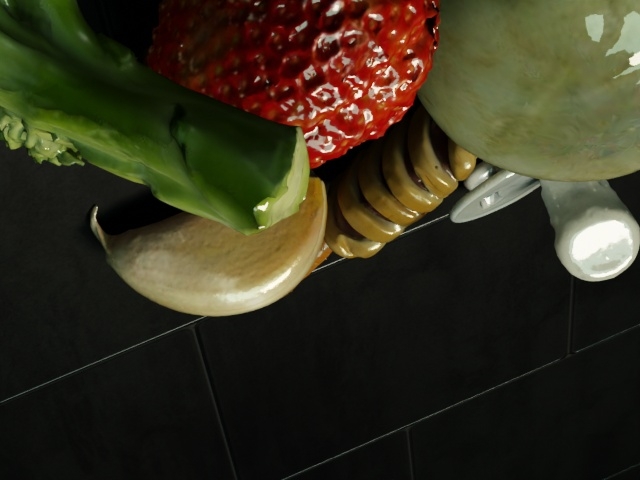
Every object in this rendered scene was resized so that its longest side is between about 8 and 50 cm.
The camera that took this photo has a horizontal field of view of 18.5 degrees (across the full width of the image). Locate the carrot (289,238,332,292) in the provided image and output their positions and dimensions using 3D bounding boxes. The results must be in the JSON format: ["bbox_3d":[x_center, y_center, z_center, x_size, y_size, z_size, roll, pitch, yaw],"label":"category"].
[{"bbox_3d":[0.000,0.000,2.205,0.191,0.047,0.047,-41,147,16],"label":"carrot"}]

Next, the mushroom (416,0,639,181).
[{"bbox_3d":[0.247,-0.215,1.860,0.352,0.260,0.352,2,140,2],"label":"mushroom"}]

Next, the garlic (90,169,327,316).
[{"bbox_3d":[-0.107,0.000,2.059,0.245,0.145,0.164,-19,117,-11],"label":"garlic"}]

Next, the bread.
[{"bbox_3d":[0.088,-0.076,2.060,0.081,0.134,0.225,38,128,-15],"label":"bread"}]

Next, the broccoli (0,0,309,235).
[{"bbox_3d":[-0.211,-0.156,1.481,0.353,0.397,0.275,20,101,-46],"label":"broccoli"}]

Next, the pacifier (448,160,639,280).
[{"bbox_3d":[0.287,-0.055,2.191,0.279,0.207,0.227,-30,167,4],"label":"pacifier"}]

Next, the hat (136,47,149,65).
[{"bbox_3d":[-0.166,-0.145,1.827,0.076,0.059,0.077,8,171,24],"label":"hat"}]

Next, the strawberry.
[{"bbox_3d":[-0.036,-0.160,1.726,0.288,0.238,0.250,-48,142,-13],"label":"strawberry"}]
